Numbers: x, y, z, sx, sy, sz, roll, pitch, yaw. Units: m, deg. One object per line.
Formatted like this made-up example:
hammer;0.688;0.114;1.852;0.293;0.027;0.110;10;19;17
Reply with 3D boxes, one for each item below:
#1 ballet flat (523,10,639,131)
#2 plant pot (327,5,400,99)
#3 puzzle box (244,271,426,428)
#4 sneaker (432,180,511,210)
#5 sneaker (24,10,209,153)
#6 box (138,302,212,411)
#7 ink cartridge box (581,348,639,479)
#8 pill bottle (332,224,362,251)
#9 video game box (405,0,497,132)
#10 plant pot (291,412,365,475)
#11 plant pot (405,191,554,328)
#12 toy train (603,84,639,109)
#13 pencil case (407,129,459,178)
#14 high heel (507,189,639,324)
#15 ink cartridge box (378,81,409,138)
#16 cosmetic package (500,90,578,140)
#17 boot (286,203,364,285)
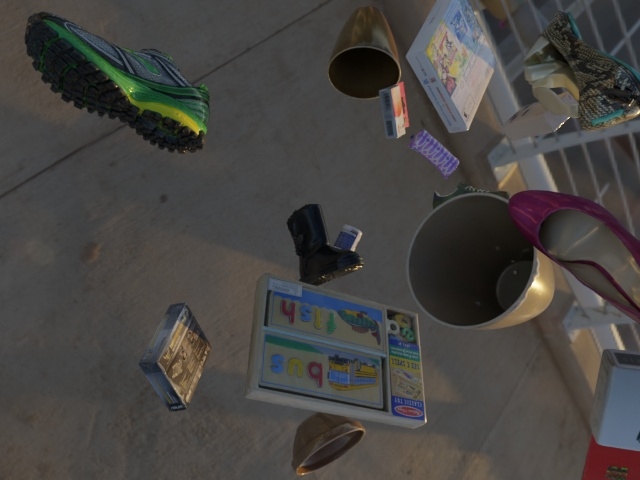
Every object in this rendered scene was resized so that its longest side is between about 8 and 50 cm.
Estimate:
ballet flat;0.582;-0.404;1.327;0.164;0.182;0.482;51;24;-32
plant pot;0.149;-0.644;1.868;0.237;0.237;0.254;27;55;-34
puzzle box;0.042;0.244;1.234;0.409;0.052;0.272;16;54;-21
sneaker;0.373;-0.112;1.412;0.064;0.192;0.086;13;63;-68
sneaker;-0.349;-0.290;1.002;0.344;0.134;0.146;29;58;-41
box;-0.384;0.311;1.515;0.231;0.056;0.183;-78;152;-54
ink cartridge box;0.515;0.277;0.760;0.060;0.275;0.238;-52;144;-67
pill bottle;0.078;0.016;1.772;0.067;0.067;0.120;33;79;-32
video game box;0.252;-0.339;1.053;0.187;0.048;0.205;51;55;-36
plant pot;0.006;0.579;1.658;0.238;0.237;0.109;-6;50;-38
plant pot;0.352;0.071;1.116;0.274;0.257;0.256;23;75;-45
toy train;0.553;-0.231;0.945;0.036;0.158;0.027;24;100;-43
pencil case;0.432;-0.333;2.143;0.206;0.086;0.088;38;87;-8
high heel;0.277;0.011;0.592;0.117;0.244;0.082;3;125;-43
ink cartridge box;0.240;-0.396;1.694;0.179;0.045;0.145;-35;120;-49
cosmetic package;0.596;-0.338;1.545;0.099;0.239;0.060;-45;98;-3
boot;0.000;0.000;1.443;0.094;0.246;0.207;-6;78;-33
